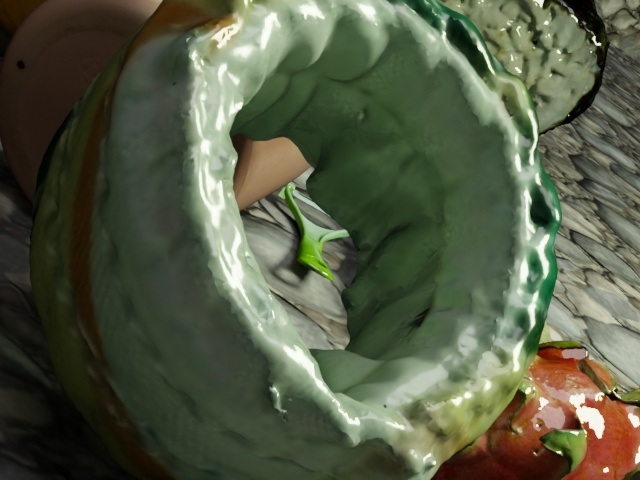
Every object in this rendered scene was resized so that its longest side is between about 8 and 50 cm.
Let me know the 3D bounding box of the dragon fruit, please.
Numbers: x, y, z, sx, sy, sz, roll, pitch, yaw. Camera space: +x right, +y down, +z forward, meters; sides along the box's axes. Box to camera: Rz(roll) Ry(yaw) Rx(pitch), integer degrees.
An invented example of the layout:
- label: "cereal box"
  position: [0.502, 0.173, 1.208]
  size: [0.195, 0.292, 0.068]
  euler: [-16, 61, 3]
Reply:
- label: "dragon fruit"
  position: [0.135, 0.128, 0.968]
  size: [0.236, 0.137, 0.135]
  euler: [7, 47, -50]

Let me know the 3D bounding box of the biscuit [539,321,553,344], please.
- label: "biscuit"
  position: [0.110, 0.048, 1.253]
  size: [0.150, 0.052, 0.252]
  euler: [33, 20, -15]

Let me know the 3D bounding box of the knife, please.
- label: "knife"
  position: [-0.001, 0.002, 1.222]
  size: [0.078, 0.023, 0.166]
  euler: [25, 18, -7]

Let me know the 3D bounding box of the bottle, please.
- label: "bottle"
  position: [-0.083, -0.100, 1.097]
  size: [0.173, 0.206, 0.297]
  euler: [49, 30, 3]

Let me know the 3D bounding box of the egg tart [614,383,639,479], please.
- label: "egg tart"
  position: [0.345, 0.190, 1.152]
  size: [0.339, 0.153, 0.351]
  euler: [40, 18, 25]

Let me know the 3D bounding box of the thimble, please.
- label: "thimble"
  position: [-0.010, 0.003, 0.828]
  size: [0.254, 0.167, 0.288]
  euler: [2, 72, -31]

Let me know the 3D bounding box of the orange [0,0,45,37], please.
- label: "orange"
  position: [-0.166, -0.224, 1.248]
  size: [0.219, 0.193, 0.219]
  euler: [31, 1, -1]

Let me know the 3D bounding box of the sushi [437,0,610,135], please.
- label: "sushi"
  position: [0.182, -0.268, 1.912]
  size: [0.350, 0.211, 0.171]
  euler: [26, 25, 5]

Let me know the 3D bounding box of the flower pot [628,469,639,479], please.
- label: "flower pot"
  position: [0.266, 0.225, 0.831]
  size: [0.189, 0.239, 0.209]
  euler: [24, -12, -23]
